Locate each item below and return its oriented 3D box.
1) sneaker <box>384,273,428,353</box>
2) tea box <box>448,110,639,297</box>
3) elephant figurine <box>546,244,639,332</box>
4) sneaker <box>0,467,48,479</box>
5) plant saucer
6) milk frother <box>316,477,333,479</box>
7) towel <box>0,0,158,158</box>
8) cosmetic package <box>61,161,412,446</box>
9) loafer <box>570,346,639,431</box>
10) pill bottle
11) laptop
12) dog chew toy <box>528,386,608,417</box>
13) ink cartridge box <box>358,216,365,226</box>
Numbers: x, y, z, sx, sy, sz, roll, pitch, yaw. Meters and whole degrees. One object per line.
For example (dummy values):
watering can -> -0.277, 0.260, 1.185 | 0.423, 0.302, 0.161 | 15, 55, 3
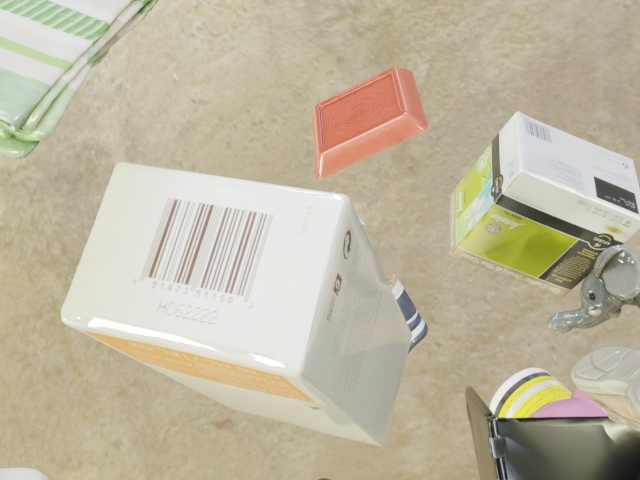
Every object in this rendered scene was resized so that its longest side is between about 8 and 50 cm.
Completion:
sneaker -> 0.071, 0.176, 1.482 | 0.282, 0.099, 0.153 | -26, 112, 36
tea box -> 0.523, -0.076, 1.859 | 0.329, 0.220, 0.323 | 21, 137, -13
elephant figurine -> 0.555, 0.081, 1.420 | 0.186, 0.239, 0.169 | -55, 148, -35
sneaker -> -0.442, 0.308, 0.923 | 0.235, 0.090, 0.095 | -7, 127, -25
plant saucer -> 0.090, -0.269, 1.692 | 0.258, 0.259, 0.048 | -23, 126, 15
milk frother -> -0.027, 0.442, 1.226 | 0.143, 0.129, 0.135 | -11, 125, 37
towel -> -0.268, -0.198, 0.610 | 0.248, 0.325, 0.038 | 21, 130, -4
cosmetic package -> -0.051, 0.096, 0.853 | 0.230, 0.453, 0.161 | 9, 72, 18
loafer -> 0.179, 0.084, 0.409 | 0.045, 0.125, 0.039 | -35, 97, -9
pill bottle -> 0.549, 0.454, 1.762 | 0.188, 0.334, 0.188 | -14, 123, -22
laptop -> 0.388, 0.424, 1.169 | 0.236, 0.408, 0.382 | -10, 89, 3
dog chew toy -> 0.490, 0.315, 1.316 | 0.332, 0.206, 0.206 | -38, 118, -14
ink cartridge box -> 0.000, 0.000, 1.357 | 0.135, 0.099, 0.056 | -47, 73, 20
